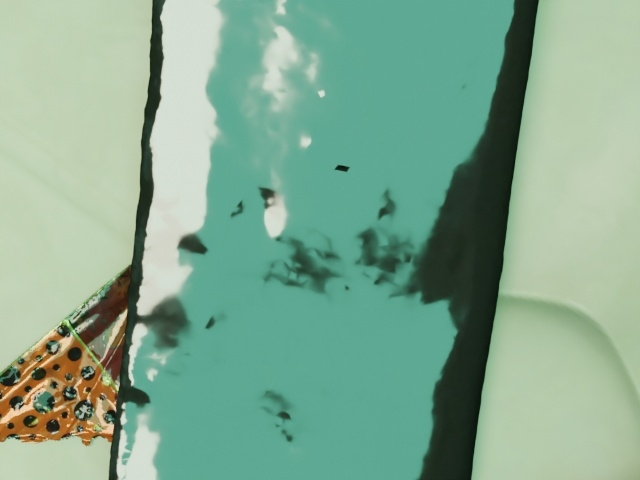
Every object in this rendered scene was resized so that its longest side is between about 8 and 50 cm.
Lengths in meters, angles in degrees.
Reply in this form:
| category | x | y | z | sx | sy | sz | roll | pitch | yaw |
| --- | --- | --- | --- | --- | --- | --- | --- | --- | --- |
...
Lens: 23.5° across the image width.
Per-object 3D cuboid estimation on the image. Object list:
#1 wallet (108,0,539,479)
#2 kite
| category | x | y | z | sx | sy | sz | roll | pitch | yaw |
| --- | --- | --- | --- | --- | --- | --- | --- | --- | --- |
| wallet | 0.000 | 0.000 | 0.584 | 0.146 | 0.030 | 0.285 | 6 | 96 | -9 |
| kite | -0.035 | 0.031 | 0.604 | 0.222 | 0.008 | 0.125 | 8 | 92 | -6 |
